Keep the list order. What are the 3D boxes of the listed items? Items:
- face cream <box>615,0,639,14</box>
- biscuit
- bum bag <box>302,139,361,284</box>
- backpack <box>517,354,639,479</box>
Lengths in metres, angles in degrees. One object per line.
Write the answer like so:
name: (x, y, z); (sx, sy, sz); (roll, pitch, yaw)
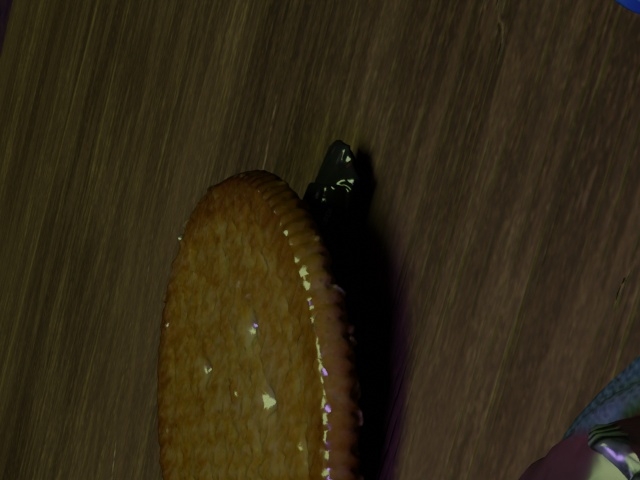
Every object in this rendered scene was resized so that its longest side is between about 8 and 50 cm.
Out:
face cream: (0.160, -0.157, 0.770); (0.264, 0.083, 0.149); (-165, 91, -72)
biscuit: (-0.039, 0.106, 1.216); (0.305, 0.038, 0.305); (179, 90, -67)
bum bag: (-0.001, 0.000, 1.228); (0.058, 0.034, 0.124); (-136, 59, -69)
backpack: (0.097, 0.177, 0.589); (0.317, 0.197, 0.283); (150, 127, -67)
